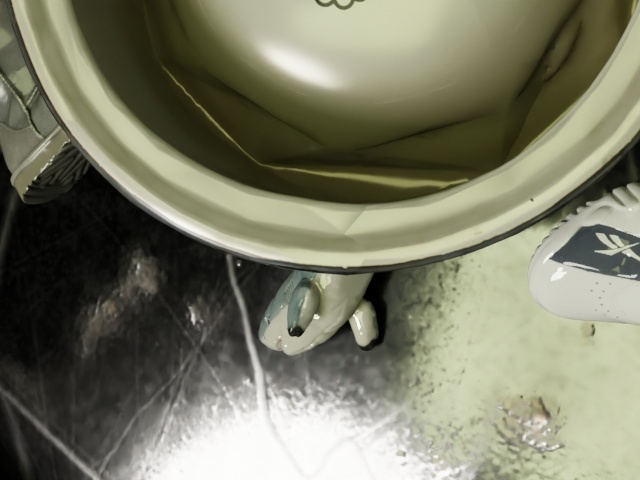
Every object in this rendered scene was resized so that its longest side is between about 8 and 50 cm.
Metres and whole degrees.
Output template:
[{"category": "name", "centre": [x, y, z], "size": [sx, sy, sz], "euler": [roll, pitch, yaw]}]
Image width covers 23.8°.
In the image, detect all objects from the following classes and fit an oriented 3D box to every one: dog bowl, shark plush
[{"category": "dog bowl", "centre": [0.029, -0.187, 0.874], "size": [0.407, 0.150, 0.408], "euler": [0, 91, 13]}, {"category": "shark plush", "centre": [0.000, 0.000, 0.983], "size": [0.067, 0.073, 0.161], "euler": [25, 111, 50]}]

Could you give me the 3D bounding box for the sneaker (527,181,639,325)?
[{"category": "sneaker", "centre": [0.224, 0.046, 0.828], "size": [0.234, 0.153, 0.094], "euler": [-2, 132, 17]}]

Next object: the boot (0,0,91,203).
[{"category": "boot", "centre": [-0.205, -0.154, 1.054], "size": [0.189, 0.076, 0.208], "euler": [-39, 72, 19]}]
